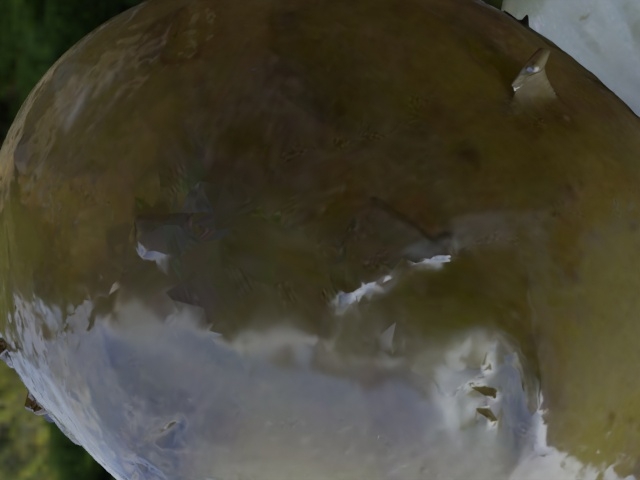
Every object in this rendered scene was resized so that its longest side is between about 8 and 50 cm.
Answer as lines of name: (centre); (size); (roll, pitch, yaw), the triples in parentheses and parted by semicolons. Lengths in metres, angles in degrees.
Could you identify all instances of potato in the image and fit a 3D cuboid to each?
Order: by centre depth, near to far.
potato: (0.000, 0.000, 0.641); (0.299, 0.239, 0.116); (24, 173, 12)

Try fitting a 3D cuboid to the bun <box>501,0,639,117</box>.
bun: (0.245, -0.136, 1.112); (0.273, 0.168, 0.273); (-12, 149, -7)
